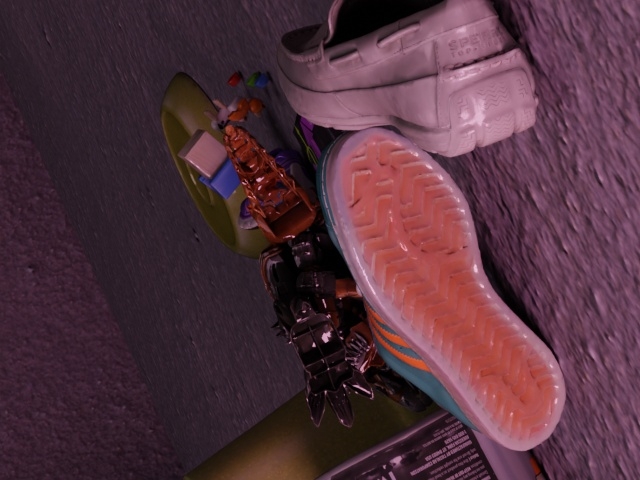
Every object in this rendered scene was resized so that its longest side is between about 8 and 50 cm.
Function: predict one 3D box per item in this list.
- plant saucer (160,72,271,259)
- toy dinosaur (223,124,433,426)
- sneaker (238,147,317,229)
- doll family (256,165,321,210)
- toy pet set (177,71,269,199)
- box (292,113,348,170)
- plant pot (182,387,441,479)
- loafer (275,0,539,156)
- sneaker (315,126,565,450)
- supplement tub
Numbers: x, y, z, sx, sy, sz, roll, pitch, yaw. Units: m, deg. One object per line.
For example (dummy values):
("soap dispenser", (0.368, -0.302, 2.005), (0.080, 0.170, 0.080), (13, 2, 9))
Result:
("plant saucer", (-0.126, -0.077, 2.297), (0.241, 0.037, 0.241), (56, 165, 24))
("toy dinosaur", (0.006, 0.041, 1.691), (0.322, 0.164, 0.218), (31, -171, -29))
("sneaker", (-0.041, -0.054, 2.004), (0.170, 0.068, 0.071), (149, 109, -68))
("doll family", (0.000, 0.000, 1.886), (0.111, 0.076, 0.193), (35, 148, 63))
("toy pet set", (-0.080, -0.103, 1.978), (0.065, 0.114, 0.122), (39, 175, -16))
("box", (0.030, -0.054, 1.763), (0.162, 0.029, 0.116), (58, 166, 12))
("plant pot", (0.017, 0.247, 1.916), (0.276, 0.254, 0.276), (57, 167, 22))
("loafer", (0.049, -0.135, 1.383), (0.319, 0.112, 0.111), (18, 127, 63))
("sneaker", (0.068, 0.037, 1.515), (0.121, 0.108, 0.302), (14, 142, 55))
("supplement tub", (0.138, 0.304, 1.698), (0.316, 0.194, 0.193), (62, 167, 5))
